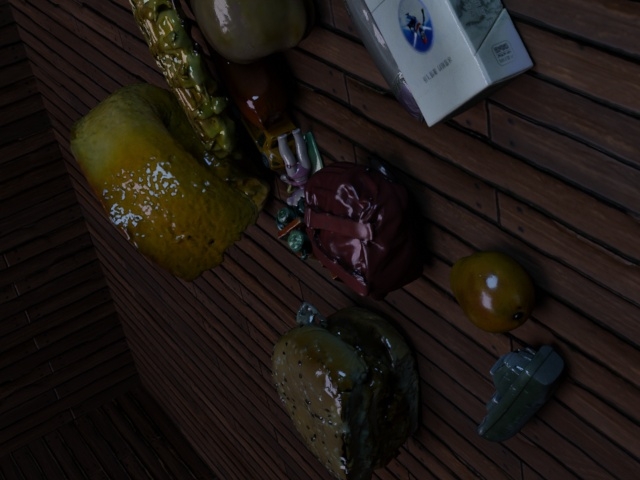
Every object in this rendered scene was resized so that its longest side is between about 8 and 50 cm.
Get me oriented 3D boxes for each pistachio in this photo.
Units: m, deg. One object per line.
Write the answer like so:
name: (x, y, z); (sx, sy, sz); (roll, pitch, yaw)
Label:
pistachio: (-0.123, -0.392, 1.537); (0.213, 0.163, 0.260); (-5, 112, 31)

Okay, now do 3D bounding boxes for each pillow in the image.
pillow: (0.080, -0.261, 1.360); (0.232, 0.038, 0.130); (60, -179, 7)

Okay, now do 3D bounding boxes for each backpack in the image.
backpack: (0.056, -0.022, 1.576); (0.229, 0.139, 0.229); (43, 150, 33)

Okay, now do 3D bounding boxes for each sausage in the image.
sausage: (-0.151, -0.345, 1.735); (0.097, 0.094, 0.348); (104, 141, -76)

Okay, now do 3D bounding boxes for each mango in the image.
mango: (0.227, 0.069, 1.378); (0.163, 0.089, 0.111); (147, 108, -78)

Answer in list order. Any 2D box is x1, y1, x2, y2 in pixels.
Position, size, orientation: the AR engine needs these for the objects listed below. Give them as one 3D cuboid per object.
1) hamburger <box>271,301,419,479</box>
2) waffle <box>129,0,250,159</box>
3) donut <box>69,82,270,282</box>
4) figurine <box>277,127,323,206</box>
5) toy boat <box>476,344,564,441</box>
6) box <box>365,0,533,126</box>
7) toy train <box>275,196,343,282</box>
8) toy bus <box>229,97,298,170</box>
hamburger: (0.041, 0.265, 1.867); (0.277, 0.195, 0.318); (36, 144, 45)
waffle: (-0.238, -0.323, 1.760); (0.379, 0.095, 0.382); (72, 171, -52)
donut: (-0.266, -0.133, 1.877); (0.378, 0.163, 0.435); (42, -163, -11)
figurine: (-0.032, -0.112, 1.773); (0.083, 0.083, 0.187); (36, 152, 49)
toy boat: (0.268, 0.221, 1.461); (0.085, 0.078, 0.260); (38, 151, 13)
box: (0.131, -0.281, 1.217); (0.256, 0.069, 0.164); (63, 158, 1)
toy train: (0.000, 0.000, 1.715); (0.074, 0.176, 0.118); (-36, 58, 26)
toy bus: (-0.090, -0.205, 1.789); (0.162, 0.070, 0.074); (59, 157, 13)
